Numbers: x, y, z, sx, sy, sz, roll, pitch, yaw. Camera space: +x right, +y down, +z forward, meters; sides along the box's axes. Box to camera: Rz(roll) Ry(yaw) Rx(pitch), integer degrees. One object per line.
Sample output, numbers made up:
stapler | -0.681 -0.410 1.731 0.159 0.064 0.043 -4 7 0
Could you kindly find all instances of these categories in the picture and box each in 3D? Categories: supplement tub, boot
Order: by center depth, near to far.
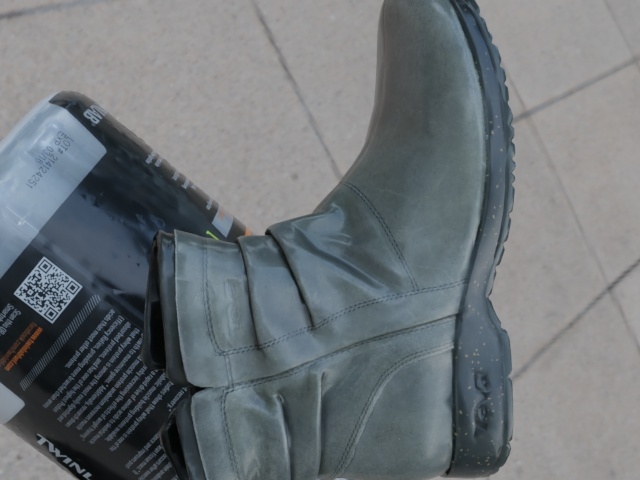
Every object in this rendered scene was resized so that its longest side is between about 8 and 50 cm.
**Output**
boot | 0.000 0.000 0.484 0.161 0.083 0.247 -2 88 -15
supplement tub | -0.100 0.071 0.689 0.316 0.193 0.194 40 44 -11
